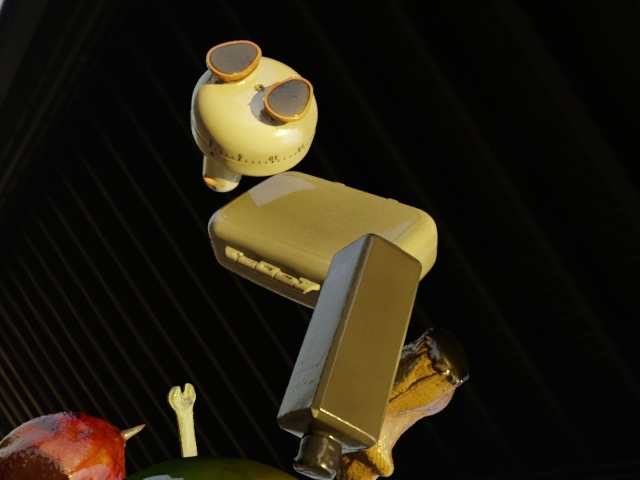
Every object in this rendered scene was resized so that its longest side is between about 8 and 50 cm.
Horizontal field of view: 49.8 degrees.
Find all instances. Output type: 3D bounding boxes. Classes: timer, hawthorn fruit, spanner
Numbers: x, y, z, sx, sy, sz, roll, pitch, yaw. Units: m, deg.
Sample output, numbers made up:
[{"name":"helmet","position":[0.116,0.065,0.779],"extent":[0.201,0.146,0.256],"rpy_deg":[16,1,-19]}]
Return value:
[{"name":"timer","position":[-0.127,-0.215,1.269],"extent":[0.233,0.233,0.240],"rpy_deg":[44,-31,14]},{"name":"hawthorn fruit","position":[-0.369,0.341,1.005],"extent":[0.189,0.251,0.189],"rpy_deg":[48,-21,25]},{"name":"spanner","position":[-0.245,0.413,1.301],"extent":[0.017,0.071,0.302],"rpy_deg":[2,-79,35]}]

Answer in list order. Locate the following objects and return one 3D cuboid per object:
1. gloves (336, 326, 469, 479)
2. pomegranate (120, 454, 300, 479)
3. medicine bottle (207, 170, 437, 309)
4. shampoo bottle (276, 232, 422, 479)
[{"name":"gloves","position":[0.112,0.291,1.198],"extent":[0.155,0.203,0.356],"rpy_deg":[40,-70,14]},{"name":"pomegranate","position":[-0.133,0.297,0.507],"extent":[0.216,0.358,0.310],"rpy_deg":[59,-32,6]},{"name":"medicine bottle","position":[0.000,0.000,1.201],"extent":[0.375,0.282,0.123],"rpy_deg":[20,-47,36]},{"name":"shampoo bottle","position":[0.029,0.114,0.688],"extent":[0.079,0.246,0.080],"rpy_deg":[32,-35,-17]}]
